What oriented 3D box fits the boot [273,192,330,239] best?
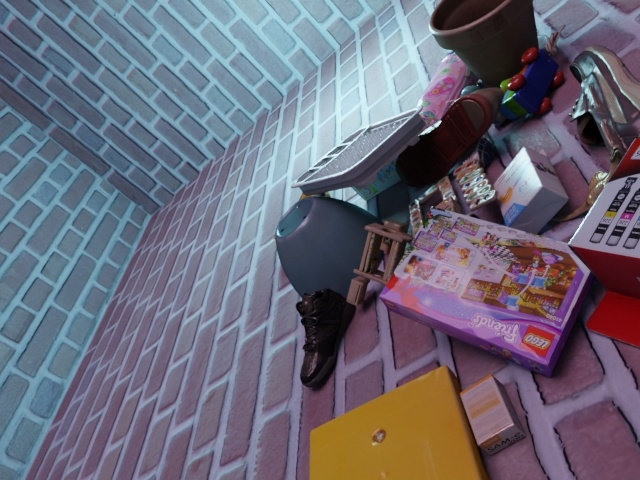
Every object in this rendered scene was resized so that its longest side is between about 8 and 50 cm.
[{"bbox_3d":[-0.067,-0.088,1.734,0.211,0.104,0.295,-41,30,14],"label":"boot"}]

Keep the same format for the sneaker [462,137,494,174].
[{"bbox_3d":[0.354,-0.181,1.263,0.058,0.052,0.135,-15,40,55],"label":"sneaker"}]

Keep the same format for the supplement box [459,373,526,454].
[{"bbox_3d":[0.255,0.258,0.817,0.062,0.036,0.098,-38,27,19],"label":"supplement box"}]

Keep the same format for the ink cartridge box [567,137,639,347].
[{"bbox_3d":[0.496,0.013,0.677,0.272,0.130,0.309,-54,26,-10],"label":"ink cartridge box"}]

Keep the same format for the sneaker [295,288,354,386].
[{"bbox_3d":[-0.016,0.203,1.218,0.087,0.130,0.228,-15,43,52],"label":"sneaker"}]

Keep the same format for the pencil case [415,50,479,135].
[{"bbox_3d":[0.341,-0.388,1.490,0.124,0.124,0.284,-6,47,55],"label":"pencil case"}]

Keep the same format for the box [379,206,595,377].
[{"bbox_3d":[0.270,0.070,0.901,0.293,0.057,0.201,21,68,36],"label":"box"}]

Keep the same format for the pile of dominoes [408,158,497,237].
[{"bbox_3d":[0.261,-0.092,1.161,0.196,0.040,0.251,-40,18,21],"label":"pile of dominoes"}]

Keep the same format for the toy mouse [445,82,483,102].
[{"bbox_3d":[0.386,-0.350,1.377,0.143,0.031,0.161,15,61,18],"label":"toy mouse"}]

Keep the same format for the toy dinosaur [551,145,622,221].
[{"bbox_3d":[0.467,-0.069,0.921,0.183,0.053,0.093,112,162,-44],"label":"toy dinosaur"}]

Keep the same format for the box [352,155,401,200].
[{"bbox_3d":[0.176,-0.220,1.534,0.203,0.103,0.114,-30,31,33],"label":"box"}]

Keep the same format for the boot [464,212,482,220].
[{"bbox_3d":[0.229,0.070,1.078,0.176,0.088,0.244,-29,27,42],"label":"boot"}]

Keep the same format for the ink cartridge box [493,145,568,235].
[{"bbox_3d":[0.391,-0.103,1.043,0.181,0.061,0.104,-84,20,-51],"label":"ink cartridge box"}]

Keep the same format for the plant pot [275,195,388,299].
[{"bbox_3d":[0.000,0.000,1.398,0.290,0.195,0.290,-36,28,23],"label":"plant pot"}]

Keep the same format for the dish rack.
[{"bbox_3d":[0.096,-0.203,1.355,0.285,0.072,0.333,-42,16,-22],"label":"dish rack"}]

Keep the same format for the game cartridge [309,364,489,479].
[{"bbox_3d":[0.108,0.368,0.821,0.285,0.053,0.324,-31,27,17],"label":"game cartridge"}]

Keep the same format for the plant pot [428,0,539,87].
[{"bbox_3d":[0.438,-0.517,1.374,0.263,0.229,0.263,-28,35,22],"label":"plant pot"}]

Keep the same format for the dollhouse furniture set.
[{"bbox_3d":[0.158,0.057,1.250,0.101,0.161,0.182,21,108,26],"label":"dollhouse furniture set"}]

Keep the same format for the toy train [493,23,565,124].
[{"bbox_3d":[0.490,-0.389,1.300,0.248,0.105,0.143,-59,14,-21],"label":"toy train"}]

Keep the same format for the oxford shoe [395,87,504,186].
[{"bbox_3d":[0.314,-0.241,1.331,0.130,0.123,0.348,-35,-1,-34],"label":"oxford shoe"}]

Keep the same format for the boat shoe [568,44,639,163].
[{"bbox_3d":[0.518,-0.244,1.000,0.130,0.132,0.355,-37,27,25],"label":"boat shoe"}]
